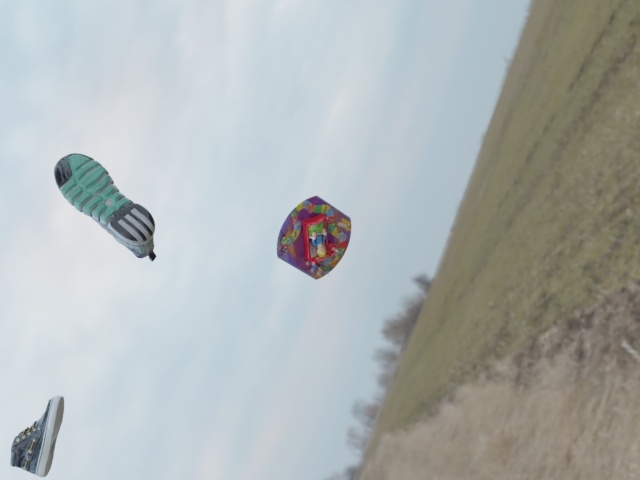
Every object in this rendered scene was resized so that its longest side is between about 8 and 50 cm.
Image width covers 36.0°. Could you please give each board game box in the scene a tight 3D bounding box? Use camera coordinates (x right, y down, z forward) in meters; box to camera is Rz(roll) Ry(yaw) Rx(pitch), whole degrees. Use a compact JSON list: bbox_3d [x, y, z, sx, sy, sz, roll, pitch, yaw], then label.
[{"bbox_3d":[0.000,0.000,1.788,0.169,0.033,0.133,33,-92,-43],"label":"board game box"}]

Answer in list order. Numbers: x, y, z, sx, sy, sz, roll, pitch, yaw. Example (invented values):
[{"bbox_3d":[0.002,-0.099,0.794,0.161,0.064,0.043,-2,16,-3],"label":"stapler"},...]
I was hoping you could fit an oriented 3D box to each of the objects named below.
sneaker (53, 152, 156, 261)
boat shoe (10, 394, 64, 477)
[{"bbox_3d":[-0.353,-0.048,1.609,0.083,0.224,0.098,-38,-26,-22],"label":"sneaker"},{"bbox_3d":[-0.590,0.400,2.046,0.065,0.083,0.183,-73,-2,-80],"label":"boat shoe"}]
